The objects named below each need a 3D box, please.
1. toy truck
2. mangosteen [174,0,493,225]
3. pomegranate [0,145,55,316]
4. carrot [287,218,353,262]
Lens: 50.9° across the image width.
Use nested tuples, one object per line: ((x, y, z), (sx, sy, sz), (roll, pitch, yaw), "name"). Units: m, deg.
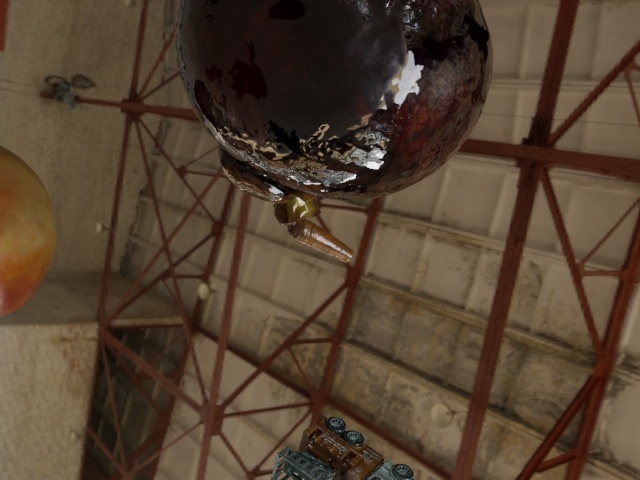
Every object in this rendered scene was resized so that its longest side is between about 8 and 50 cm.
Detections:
((0.036, 0.331, 0.929), (0.178, 0.115, 0.080), (27, -63, 27), "toy truck")
((0.012, -0.172, 0.654), (0.293, 0.297, 0.296), (96, -12, -78), "mangosteen")
((-0.466, -0.009, 0.807), (0.252, 0.271, 0.228), (-12, -94, 41), "pomegranate")
((0.000, 0.000, 0.868), (0.032, 0.093, 0.032), (-50, -157, 29), "carrot")
